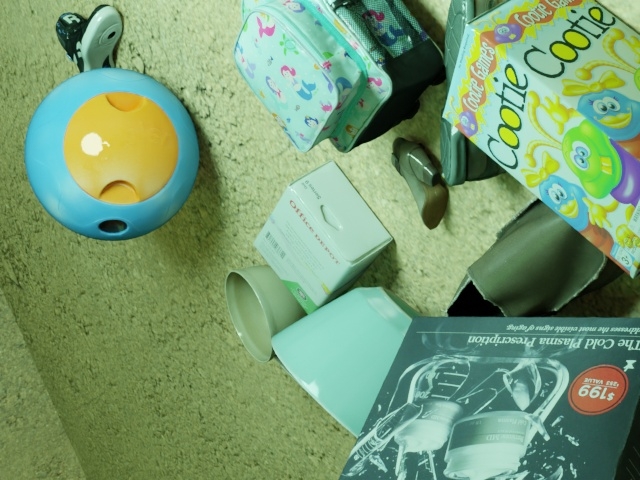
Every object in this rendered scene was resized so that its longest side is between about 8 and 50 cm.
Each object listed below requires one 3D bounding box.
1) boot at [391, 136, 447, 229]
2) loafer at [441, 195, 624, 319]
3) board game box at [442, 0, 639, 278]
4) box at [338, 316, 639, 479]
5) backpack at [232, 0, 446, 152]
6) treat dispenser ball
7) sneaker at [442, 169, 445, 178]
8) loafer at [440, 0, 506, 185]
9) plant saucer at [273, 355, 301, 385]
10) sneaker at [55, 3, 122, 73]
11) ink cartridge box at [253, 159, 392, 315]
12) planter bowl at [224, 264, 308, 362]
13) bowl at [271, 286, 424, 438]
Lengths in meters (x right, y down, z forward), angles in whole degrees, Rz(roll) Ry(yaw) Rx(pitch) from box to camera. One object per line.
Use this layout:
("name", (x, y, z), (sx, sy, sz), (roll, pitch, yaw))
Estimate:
("boot", (0.128, -0.081, 1.738), (0.087, 0.042, 0.118), (44, 149, 37))
("loafer", (0.254, 0.042, 1.552), (0.134, 0.130, 0.366), (51, 151, 14))
("board game box", (0.279, -0.121, 1.332), (0.275, 0.142, 0.144), (44, 149, 25))
("box", (0.227, 0.258, 1.489), (0.343, 0.312, 0.179), (-3, 137, 38))
("backpack", (0.004, -0.250, 1.620), (0.253, 0.191, 0.225), (59, 154, 10))
("treat dispenser ball", (-0.347, -0.143, 2.172), (0.288, 0.288, 0.288), (39, 147, 32))
("sneaker", (0.175, -0.108, 1.644), (0.037, 0.032, 0.083), (66, 150, 16))
("loafer", (0.188, -0.182, 1.512), (0.096, 0.084, 0.267), (-100, 8, -48))
("plant saucer", (0.053, 0.275, 2.089), (0.311, 0.050, 0.310), (41, 176, 3))
("sneaker", (-0.416, -0.368, 2.282), (0.121, 0.079, 0.217), (50, 153, 12))
("ink cartridge box", (0.000, 0.000, 1.964), (0.154, 0.093, 0.212), (52, 153, 10))
("planter bowl", (-0.074, 0.109, 2.163), (0.162, 0.109, 0.162), (47, 148, 42))
("bowl", (0.098, 0.181, 1.836), (0.311, 0.163, 0.311), (39, -175, -4))
